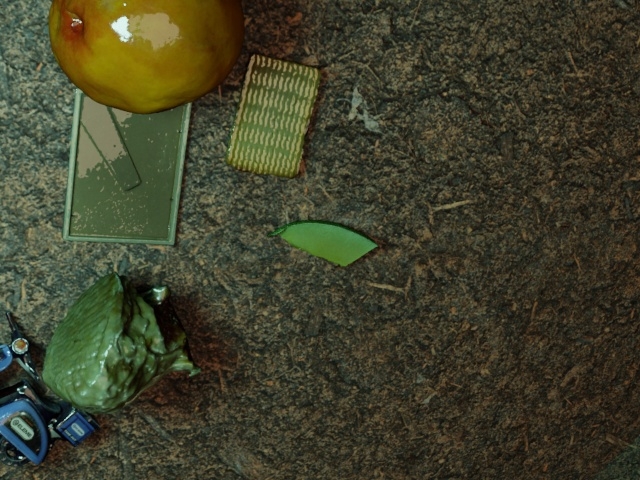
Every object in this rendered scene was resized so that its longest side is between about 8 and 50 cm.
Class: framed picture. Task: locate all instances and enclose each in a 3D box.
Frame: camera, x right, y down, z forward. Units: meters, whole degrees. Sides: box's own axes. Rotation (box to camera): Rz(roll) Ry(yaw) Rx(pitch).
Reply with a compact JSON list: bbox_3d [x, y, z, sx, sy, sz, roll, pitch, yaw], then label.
[{"bbox_3d":[-0.402,-0.147,1.683,0.241,0.020,0.324,2,107,-23],"label":"framed picture"}]

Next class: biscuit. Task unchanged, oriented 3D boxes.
[{"bbox_3d":[-0.103,-0.266,1.758,0.172,0.029,0.254,8,105,-25],"label":"biscuit"}]

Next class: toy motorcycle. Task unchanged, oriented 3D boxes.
[{"bbox_3d":[-0.646,0.322,1.703,0.213,0.125,0.358,-41,121,-13],"label":"toy motorcycle"}]

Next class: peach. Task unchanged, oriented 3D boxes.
[{"bbox_3d":[-0.314,-0.387,1.443,0.302,0.343,0.342,-3,111,-45],"label":"peach"}]

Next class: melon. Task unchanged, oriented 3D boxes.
[{"bbox_3d":[-0.001,0.000,1.900,0.262,0.053,0.114,12,122,-22],"label":"melon"}]

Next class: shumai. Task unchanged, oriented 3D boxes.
[{"bbox_3d":[-0.376,0.242,1.665,0.292,0.330,0.288,-46,121,9],"label":"shumai"}]
